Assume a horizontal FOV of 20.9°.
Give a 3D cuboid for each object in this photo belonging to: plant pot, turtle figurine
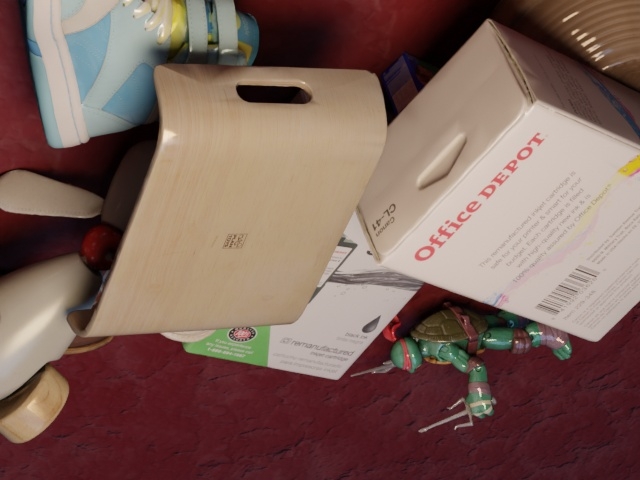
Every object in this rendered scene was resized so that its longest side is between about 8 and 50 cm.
[{"bbox_3d":[0.285,-0.176,1.727,0.237,0.110,0.237,-11,140,-10],"label":"plant pot"},{"bbox_3d":[0.162,0.131,2.018,0.234,0.175,0.118,-15,124,-18],"label":"turtle figurine"}]

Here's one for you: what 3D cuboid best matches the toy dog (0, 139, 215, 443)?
[{"bbox_3d":[-0.268,0.042,1.712,0.333,0.161,0.220,-31,116,-18],"label":"toy dog"}]

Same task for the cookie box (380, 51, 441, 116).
[{"bbox_3d":[0.117,-0.125,1.720,0.092,0.107,0.040,20,128,-38],"label":"cookie box"}]

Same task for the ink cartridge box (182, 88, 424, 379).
[{"bbox_3d":[0.000,0.000,1.809,0.211,0.121,0.289,13,131,-34],"label":"ink cartridge box"}]

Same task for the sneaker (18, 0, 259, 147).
[{"bbox_3d":[-0.156,-0.213,1.497,0.208,0.127,0.319,-9,150,-9],"label":"sneaker"}]

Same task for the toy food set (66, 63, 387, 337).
[{"bbox_3d":[-0.092,-0.031,1.586,0.219,0.092,0.306,-1,136,-29],"label":"toy food set"}]

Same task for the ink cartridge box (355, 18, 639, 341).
[{"bbox_3d":[0.214,-0.049,1.653,0.306,0.131,0.226,22,124,-37],"label":"ink cartridge box"}]

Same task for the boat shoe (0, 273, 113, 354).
[{"bbox_3d":[-0.306,0.072,1.810,0.207,0.073,0.073,2,139,-24],"label":"boat shoe"}]
